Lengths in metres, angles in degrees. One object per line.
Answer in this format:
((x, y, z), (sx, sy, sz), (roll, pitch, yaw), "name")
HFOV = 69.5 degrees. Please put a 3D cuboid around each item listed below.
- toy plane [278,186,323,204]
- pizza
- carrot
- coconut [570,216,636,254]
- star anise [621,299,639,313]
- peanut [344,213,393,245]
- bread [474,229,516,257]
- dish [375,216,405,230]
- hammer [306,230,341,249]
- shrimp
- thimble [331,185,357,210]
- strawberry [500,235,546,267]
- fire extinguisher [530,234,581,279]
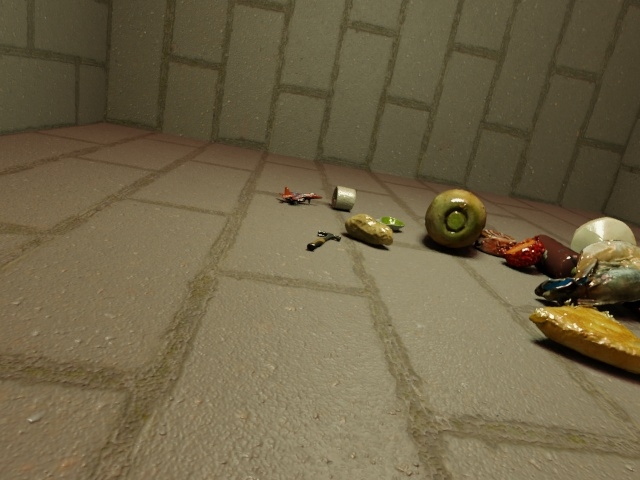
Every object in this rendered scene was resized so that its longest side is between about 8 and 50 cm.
((-0.081, -0.185, 1.988), (0.189, 0.061, 0.130), (10, 15, -19), "toy plane")
((0.664, 0.223, 1.101), (0.280, 0.075, 0.288), (26, 20, 31), "pizza")
((0.518, -0.089, 1.779), (0.224, 0.224, 0.341), (15, 12, 12), "carrot")
((1.085, 0.022, 1.778), (0.241, 0.241, 0.241), (10, 16, -3), "coconut")
((1.049, 0.209, 1.351), (0.272, 0.102, 0.272), (-4, -10, -1), "star anise")
((0.172, -0.038, 1.606), (0.194, 0.093, 0.083), (20, 4, 34), "peanut")
((0.688, 0.011, 1.816), (0.161, 0.073, 0.160), (14, 15, -4), "bread")
((0.270, -0.059, 1.835), (0.137, 0.039, 0.091), (-5, 28, -42), "dish")
((0.000, 0.000, 1.483), (0.078, 0.021, 0.201), (16, 16, 18), "hammer")
((0.845, 0.099, 1.383), (0.446, 0.110, 0.221), (-12, 51, -18), "shrimp")
((0.104, -0.186, 2.034), (0.090, 0.102, 0.115), (9, 24, -10), "thimble")
((0.730, 0.047, 1.651), (0.145, 0.086, 0.145), (-30, 10, 6), "strawberry")
((0.844, 0.068, 1.627), (0.114, 0.135, 0.337), (-30, 15, 8), "fire extinguisher")
